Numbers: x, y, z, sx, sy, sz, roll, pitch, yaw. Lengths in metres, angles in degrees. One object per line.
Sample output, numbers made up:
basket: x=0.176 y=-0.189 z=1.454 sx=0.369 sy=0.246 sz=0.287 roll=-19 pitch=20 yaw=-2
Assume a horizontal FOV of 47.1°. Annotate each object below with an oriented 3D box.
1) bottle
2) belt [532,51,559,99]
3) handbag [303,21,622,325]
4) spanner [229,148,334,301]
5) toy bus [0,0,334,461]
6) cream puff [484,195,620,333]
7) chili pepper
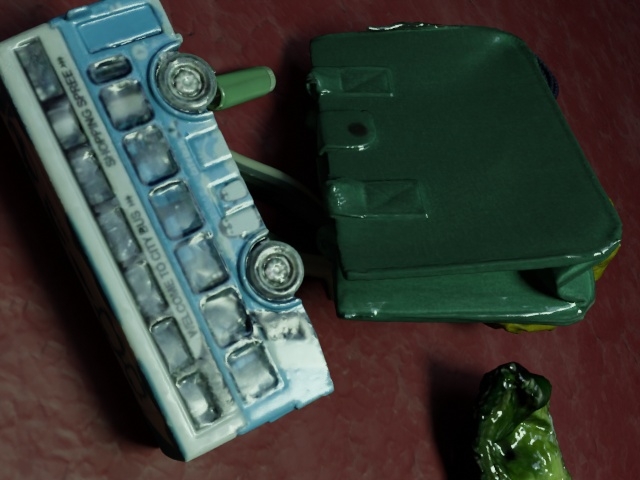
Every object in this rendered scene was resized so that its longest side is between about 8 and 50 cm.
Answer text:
bottle: x=-0.074 y=-0.141 z=0.676 sx=0.083 sy=0.030 sz=0.030 roll=-32 pitch=97 yaw=-51
belt: x=0.200 y=-0.163 z=0.918 sx=0.139 sy=0.126 sz=0.230 roll=37 pitch=40 yaw=9
handbag: x=0.108 y=-0.077 z=0.662 sx=0.238 sy=0.089 sz=0.327 roll=-1 pitch=48 yaw=-6
spanner: x=0.000 y=0.000 z=0.682 sx=0.324 sy=0.040 sz=0.096 roll=26 pitch=55 yaw=-36
toy bus: x=-0.107 y=-0.010 z=0.502 sx=0.131 sy=0.106 sz=0.297 roll=-27 pitch=92 yaw=-24
cream puff: x=0.220 y=0.011 z=0.796 sx=0.221 sy=0.194 sz=0.195 roll=60 pitch=32 yaw=-49
chili pepper: x=0.194 y=0.261 z=0.729 sx=0.148 sy=0.116 sz=0.265 roll=17 pitch=60 yaw=-55
